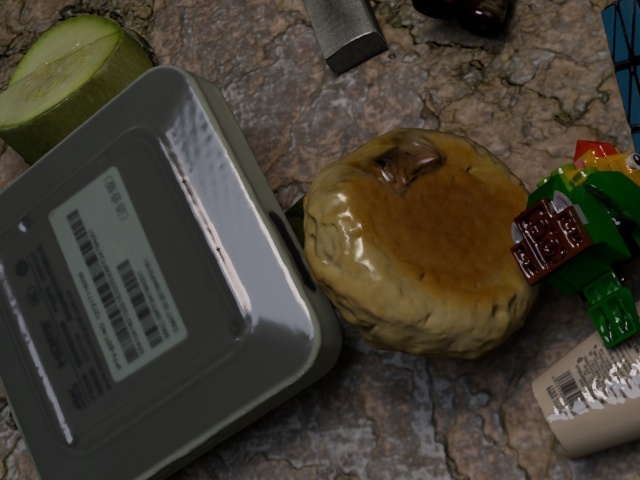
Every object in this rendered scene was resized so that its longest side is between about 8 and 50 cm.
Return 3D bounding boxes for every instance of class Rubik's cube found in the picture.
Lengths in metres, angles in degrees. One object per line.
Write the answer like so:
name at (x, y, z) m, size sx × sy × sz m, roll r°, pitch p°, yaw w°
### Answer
Rubik's cube at (0.354, -0.197, 1.067) m, size 0.190 × 0.211 × 0.178 m, roll -13°, pitch 36°, yaw -15°

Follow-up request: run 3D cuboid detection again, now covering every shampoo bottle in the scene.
shampoo bottle at (0.312, 0.094, 0.939) m, size 0.256 × 0.078 × 0.127 m, roll -32°, pitch 44°, yaw 12°

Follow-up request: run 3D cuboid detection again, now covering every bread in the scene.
bread at (0.088, 0.006, 1.015) m, size 0.134 × 0.244 × 0.245 m, roll 127°, pitch 139°, yaw -53°

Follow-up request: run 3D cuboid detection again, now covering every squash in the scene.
squash at (-0.317, -0.193, 1.345) m, size 0.220 × 0.133 × 0.220 m, roll -14°, pitch 58°, yaw 24°

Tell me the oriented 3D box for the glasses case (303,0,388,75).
glasses case at (0.012, -0.295, 1.269) m, size 0.070 × 0.047 × 0.205 m, roll -26°, pitch 60°, yaw 15°

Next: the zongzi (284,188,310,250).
zongzi at (0.000, 0.000, 1.150) m, size 0.109 × 0.055 × 0.119 m, roll 37°, pitch 77°, yaw 30°

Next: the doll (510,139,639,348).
doll at (0.250, -0.013, 0.969) m, size 0.134 × 0.106 × 0.186 m, roll 42°, pitch 46°, yaw -2°

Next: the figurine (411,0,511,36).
figurine at (0.204, -0.408, 1.164) m, size 0.281 × 0.167 × 0.370 m, roll 18°, pitch 87°, yaw -4°

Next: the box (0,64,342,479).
box at (-0.199, 0.055, 1.135) m, size 0.373 × 0.090 × 0.367 m, roll -35°, pitch 69°, yaw 19°
